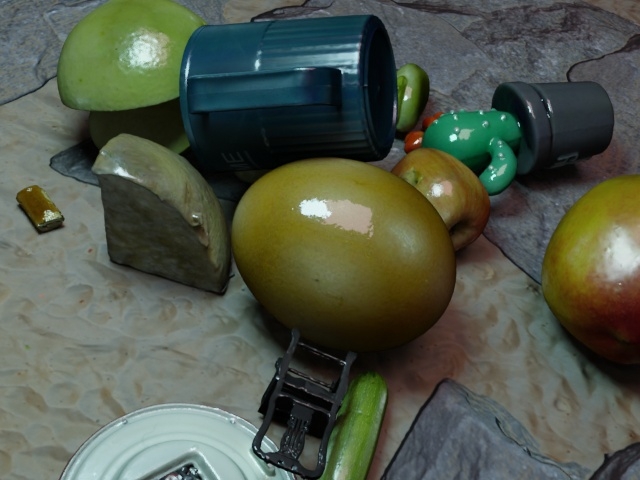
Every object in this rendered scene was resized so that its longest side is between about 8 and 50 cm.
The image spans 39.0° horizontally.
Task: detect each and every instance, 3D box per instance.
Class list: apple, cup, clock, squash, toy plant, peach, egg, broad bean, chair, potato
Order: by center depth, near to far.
[{"bbox_3d":[-0.178,0.342,1.148,0.319,0.080,0.318,8,46,-9],"label":"clock"},{"bbox_3d":[-0.033,0.243,1.250,0.106,0.113,0.229,23,46,-1],"label":"chair"},{"bbox_3d":[0.048,0.281,1.277,0.069,0.069,0.238,20,45,4],"label":"squash"},{"bbox_3d":[0.035,0.021,1.364,0.351,0.282,0.282,21,44,-13],"label":"egg"},{"bbox_3d":[-0.048,-0.244,1.411,0.292,0.308,0.242,0,67,18],"label":"cup"},{"bbox_3d":[-0.223,-0.076,1.415,0.211,0.264,0.189,14,54,6],"label":"potato"},{"bbox_3d":[0.517,0.052,1.470,0.308,0.307,0.332,25,50,8],"label":"peach"},{"bbox_3d":[-0.295,-0.271,1.543,0.254,0.291,0.292,-1,41,22],"label":"apple"},{"bbox_3d":[0.197,-0.071,1.583,0.199,0.199,0.199,8,46,-8],"label":"apple"},{"bbox_3d":[0.358,-0.201,1.745,0.401,0.185,0.279,-10,59,-13],"label":"toy plant"},{"bbox_3d":[0.168,-0.287,1.808,0.082,0.124,0.174,9,39,14],"label":"broad bean"}]

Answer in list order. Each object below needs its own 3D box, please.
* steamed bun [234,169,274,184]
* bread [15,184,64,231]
[{"bbox_3d":[-0.064,-0.185,1.633,0.231,0.110,0.212,43,66,5],"label":"steamed bun"},{"bbox_3d":[-0.458,-0.052,1.476,0.047,0.036,0.083,-29,61,-26],"label":"bread"}]
